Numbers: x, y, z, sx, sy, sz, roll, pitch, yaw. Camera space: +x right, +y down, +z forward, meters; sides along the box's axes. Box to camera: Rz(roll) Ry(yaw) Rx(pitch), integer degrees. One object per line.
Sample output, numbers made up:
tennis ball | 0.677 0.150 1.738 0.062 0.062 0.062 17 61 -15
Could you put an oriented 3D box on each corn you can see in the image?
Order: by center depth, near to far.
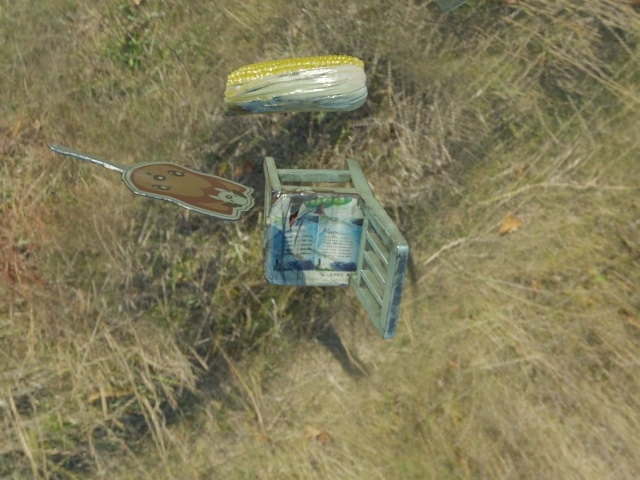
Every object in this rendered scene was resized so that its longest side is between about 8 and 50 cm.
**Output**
corn | -0.053 -0.314 1.427 0.305 0.123 0.122 -3 142 11

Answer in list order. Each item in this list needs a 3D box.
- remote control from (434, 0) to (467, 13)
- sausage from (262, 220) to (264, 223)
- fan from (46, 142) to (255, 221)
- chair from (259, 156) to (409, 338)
remote control | 0.214 -0.298 0.647 0.123 0.285 0.038 -41 104 -16
sausage | -0.059 -0.033 0.991 0.015 0.100 0.015 6 77 -29
fan | -0.174 -0.066 0.707 0.220 0.132 0.009 16 109 -4
chair | 0.000 0.000 0.883 0.147 0.270 0.136 0 119 -10
